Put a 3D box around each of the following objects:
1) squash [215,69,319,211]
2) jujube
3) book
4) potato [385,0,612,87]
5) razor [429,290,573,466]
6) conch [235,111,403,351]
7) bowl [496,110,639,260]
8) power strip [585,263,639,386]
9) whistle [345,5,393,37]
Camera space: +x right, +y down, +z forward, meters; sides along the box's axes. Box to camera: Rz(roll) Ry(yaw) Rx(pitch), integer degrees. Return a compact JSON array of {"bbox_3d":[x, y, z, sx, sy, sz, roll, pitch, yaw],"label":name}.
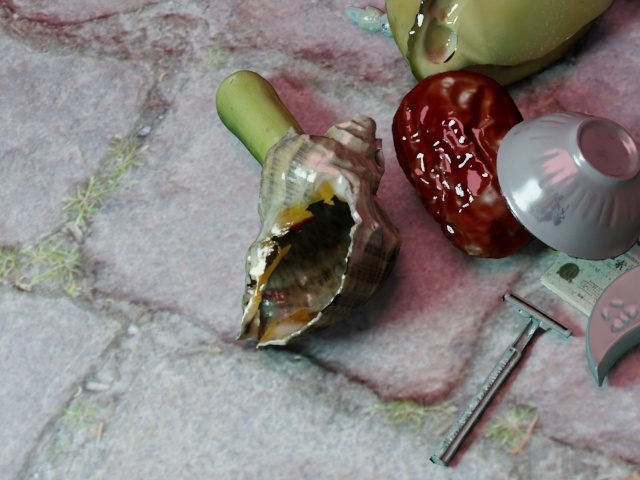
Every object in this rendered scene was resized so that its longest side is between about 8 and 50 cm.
[{"bbox_3d":[-0.059,-0.129,1.960,0.083,0.083,0.250,-32,51,-5],"label":"squash"},{"bbox_3d":[0.175,-0.088,1.800,0.155,0.155,0.230,-24,53,1],"label":"jujube"},{"bbox_3d":[0.351,0.018,1.739,0.181,0.014,0.127,-41,52,-12],"label":"book"},{"bbox_3d":[0.197,-0.318,1.933,0.285,0.242,0.242,-39,50,5],"label":"potato"},{"bbox_3d":[0.183,0.157,1.688,0.084,0.036,0.211,32,74,15],"label":"razor"},{"bbox_3d":[0.012,-0.002,1.795,0.210,0.159,0.291,30,106,41],"label":"conch"},{"bbox_3d":[0.293,-0.078,1.702,0.189,0.086,0.189,12,55,-18],"label":"bowl"},{"bbox_3d":[0.385,0.081,1.649,0.216,0.044,0.137,-10,58,11],"label":"power strip"},{"bbox_3d":[0.073,-0.291,2.064,0.100,0.035,0.035,22,64,34],"label":"whistle"}]
